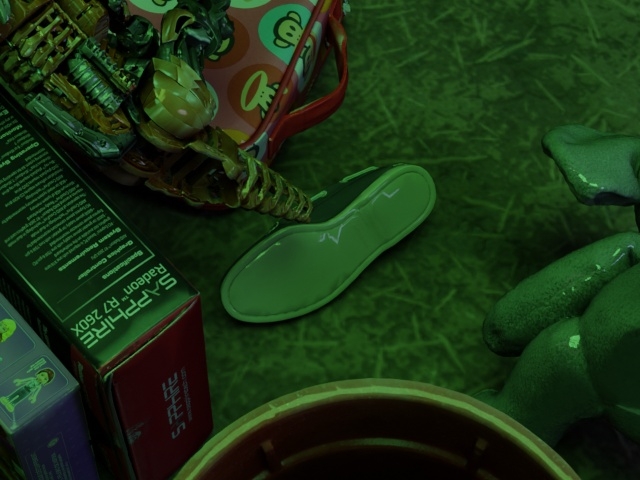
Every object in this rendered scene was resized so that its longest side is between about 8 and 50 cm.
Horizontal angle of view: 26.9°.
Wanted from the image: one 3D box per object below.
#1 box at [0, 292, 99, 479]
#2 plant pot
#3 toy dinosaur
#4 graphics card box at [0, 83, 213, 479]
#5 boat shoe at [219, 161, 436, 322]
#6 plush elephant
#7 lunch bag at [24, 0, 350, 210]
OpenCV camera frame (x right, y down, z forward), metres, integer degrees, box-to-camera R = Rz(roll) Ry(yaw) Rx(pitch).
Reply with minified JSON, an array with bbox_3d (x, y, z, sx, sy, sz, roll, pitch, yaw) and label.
[{"bbox_3d":[-0.271,0.060,0.956,0.057,0.201,0.293,-36,67,-23],"label":"box"},{"bbox_3d":[0.032,0.251,0.808,0.272,0.265,0.272,0,68,1],"label":"plant pot"},{"bbox_3d":[-0.138,-0.105,0.942,0.164,0.322,0.218,-20,39,12],"label":"toy dinosaur"},{"bbox_3d":[-0.228,-0.003,0.980,0.094,0.233,0.371,-39,68,-21],"label":"graphics card box"},{"bbox_3d":[0.000,0.000,1.111,0.206,0.075,0.065,-33,23,-16],"label":"boat shoe"},{"bbox_3d":[0.274,0.035,0.995,0.271,0.330,0.255,18,40,15],"label":"plush elephant"},{"bbox_3d":[-0.095,-0.177,1.163,0.258,0.120,0.293,21,58,7],"label":"lunch bag"}]
